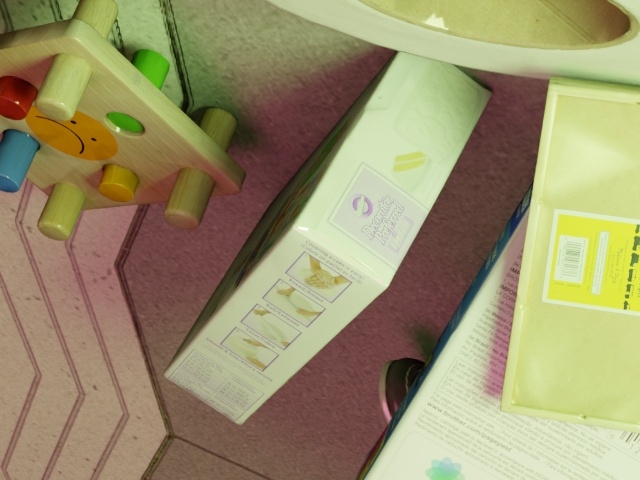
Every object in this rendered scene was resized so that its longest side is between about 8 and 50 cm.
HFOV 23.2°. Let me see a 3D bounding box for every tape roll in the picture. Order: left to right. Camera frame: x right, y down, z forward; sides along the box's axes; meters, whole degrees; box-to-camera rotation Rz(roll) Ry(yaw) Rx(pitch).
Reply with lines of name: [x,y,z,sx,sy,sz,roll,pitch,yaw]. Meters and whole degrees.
tape roll: [0.117,-0.190,1.056,0.392,0.072,0.392,12,175,1]

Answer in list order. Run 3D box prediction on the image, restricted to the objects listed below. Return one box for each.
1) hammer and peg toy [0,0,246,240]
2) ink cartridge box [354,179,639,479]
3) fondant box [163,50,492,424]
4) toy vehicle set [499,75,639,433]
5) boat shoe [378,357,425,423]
hammer and peg toy: [-0.270,-0.141,1.460,0.266,0.127,0.361,-5,145,39]
ink cartridge box: [0.238,0.115,1.314,0.270,0.151,0.395,30,109,1]
fondant box: [0.000,0.000,1.397,0.096,0.238,0.330,34,145,-5]
toy vehicle set: [0.238,0.016,1.193,0.166,0.035,0.267,9,106,7]
boat shoe: [0.180,0.230,1.679,0.095,0.112,0.335,-15,131,30]
